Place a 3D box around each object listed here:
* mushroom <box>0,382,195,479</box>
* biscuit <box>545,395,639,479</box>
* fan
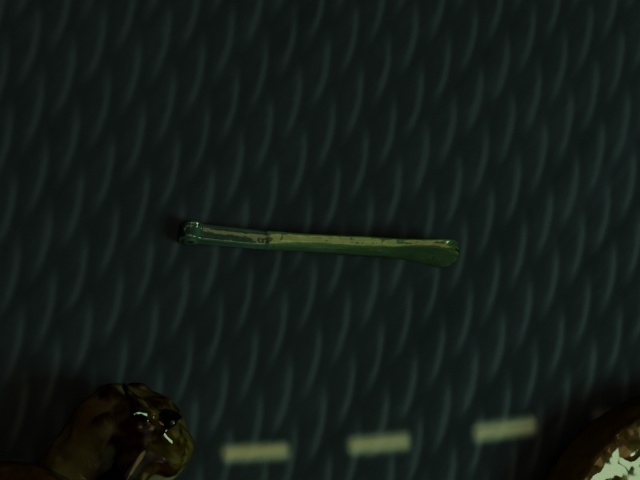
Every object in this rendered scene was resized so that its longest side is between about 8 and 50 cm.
[{"bbox_3d":[-0.153,0.239,1.052,0.254,0.267,0.267,-16,86,-50],"label":"mushroom"},{"bbox_3d":[0.292,0.283,1.220,0.314,0.063,0.367,-1,82,-17],"label":"biscuit"},{"bbox_3d":[0.000,0.000,1.199,0.193,0.038,0.016,4,69,-11],"label":"fan"}]
